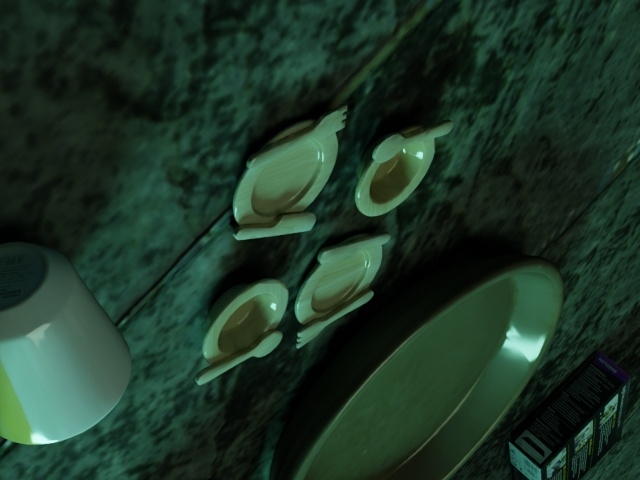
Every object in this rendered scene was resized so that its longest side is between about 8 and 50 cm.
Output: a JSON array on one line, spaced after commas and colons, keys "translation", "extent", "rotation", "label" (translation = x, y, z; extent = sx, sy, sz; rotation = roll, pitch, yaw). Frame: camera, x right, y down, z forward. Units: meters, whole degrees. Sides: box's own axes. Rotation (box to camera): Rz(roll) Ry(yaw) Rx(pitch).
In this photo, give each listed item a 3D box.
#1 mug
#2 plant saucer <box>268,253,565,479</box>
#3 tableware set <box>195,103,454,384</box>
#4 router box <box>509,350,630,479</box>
[{"translation": [-0.115, 0.039, 0.422], "extent": [0.078, 0.062, 0.064], "rotation": [-42, 144, -26], "label": "mug"}, {"translation": [0.064, 0.115, 0.784], "extent": [0.278, 0.041, 0.278], "rotation": [-35, 149, -25], "label": "plant saucer"}, {"translation": [0.000, 0.000, 0.573], "extent": [0.141, 0.020, 0.169], "rotation": [-19, 140, -42], "label": "tableware set"}, {"translation": [0.257, 0.206, 1.156], "extent": [0.133, 0.046, 0.179], "rotation": [-41, 151, -14], "label": "router box"}]
